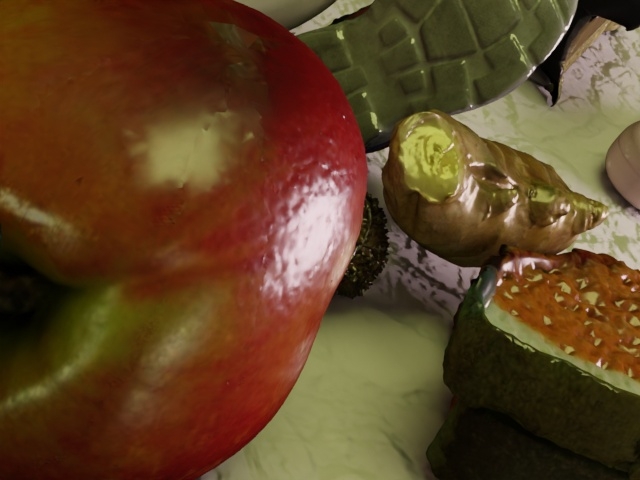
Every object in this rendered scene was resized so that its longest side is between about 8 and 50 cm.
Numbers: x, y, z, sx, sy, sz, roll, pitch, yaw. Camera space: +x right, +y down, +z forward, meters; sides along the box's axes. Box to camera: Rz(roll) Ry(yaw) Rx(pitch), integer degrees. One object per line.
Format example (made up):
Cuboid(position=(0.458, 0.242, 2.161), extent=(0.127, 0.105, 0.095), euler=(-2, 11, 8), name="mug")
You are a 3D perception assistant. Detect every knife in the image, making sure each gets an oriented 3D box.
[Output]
Cuboid(position=(0.309, -0.084, 1.394), extent=(0.081, 0.043, 0.336), euler=(46, 35, 12), name="knife")

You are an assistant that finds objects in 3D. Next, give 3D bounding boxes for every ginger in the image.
Cuboid(position=(0.098, -0.020, 1.066), extent=(0.115, 0.081, 0.205), euler=(38, 7, 12), name="ginger")

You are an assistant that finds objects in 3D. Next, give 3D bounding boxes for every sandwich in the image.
Cuboid(position=(0.168, 0.086, 1.022), extent=(0.292, 0.109, 0.212), euler=(7, 32, -38), name="sandwich")

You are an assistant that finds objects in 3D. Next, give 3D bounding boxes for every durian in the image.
Cuboid(position=(0.000, 0.000, 1.031), extent=(0.080, 0.091, 0.080), euler=(-6, 55, 8), name="durian")

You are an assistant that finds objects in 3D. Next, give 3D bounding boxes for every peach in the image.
Cuboid(position=(-0.091, -0.014, 0.886), extent=(0.248, 0.245, 0.274), euler=(58, 23, -9), name="peach")

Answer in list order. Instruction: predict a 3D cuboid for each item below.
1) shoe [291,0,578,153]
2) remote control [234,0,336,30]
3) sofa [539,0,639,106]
Cuboid(position=(0.058, -0.106, 1.113), extent=(0.099, 0.228, 0.125), euler=(67, 13, 8), name="shoe")
Cuboid(position=(-0.078, -0.220, 1.183), extent=(0.221, 0.103, 0.332), euler=(-1, 38, 3), name="remote control")
Cuboid(position=(0.158, -0.257, 1.371), extent=(0.258, 0.182, 0.200), euler=(36, 34, 8), name="sofa")
